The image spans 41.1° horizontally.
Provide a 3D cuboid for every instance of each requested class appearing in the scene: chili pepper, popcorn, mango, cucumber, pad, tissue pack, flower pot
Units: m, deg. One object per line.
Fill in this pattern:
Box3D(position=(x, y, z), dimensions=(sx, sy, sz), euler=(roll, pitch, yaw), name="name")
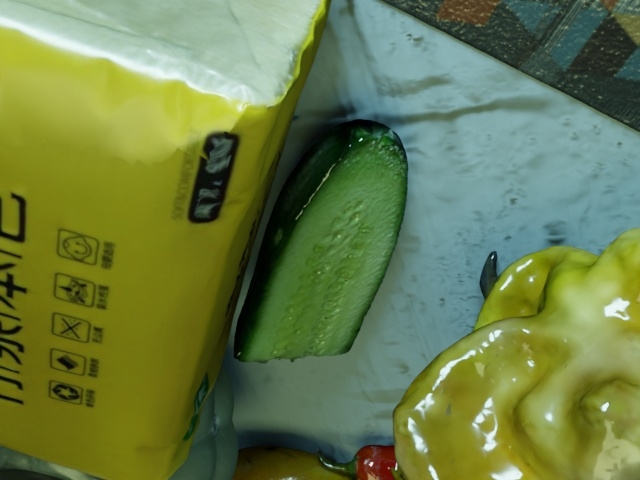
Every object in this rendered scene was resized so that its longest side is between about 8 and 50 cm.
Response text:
Box3D(position=(0.089, 0.235, 0.852), dimensions=(0.191, 0.050, 0.059), euler=(6, 117, 2), name="chili pepper")
Box3D(position=(0.187, 0.117, 0.589), dimensions=(0.316, 0.281, 0.297), euler=(-9, 136, -29), name="popcorn")
Box3D(position=(-0.040, 0.266, 0.896), dimensions=(0.178, 0.090, 0.115), euler=(-1, 141, 14), name="mango")
Box3D(position=(0.000, 0.000, 0.650), dimensions=(0.115, 0.063, 0.244), euler=(-7, 140, -30), name="cucumber")
Box3D(position=(0.146, -0.158, 0.506), dimensions=(0.211, 0.003, 0.143), euler=(25, 134, -5), name="pad")
Box3D(position=(-0.181, -0.039, 0.564), dimensions=(0.293, 0.228, 0.382), euler=(19, 135, -3), name="tissue pack")
Box3D(position=(-0.196, 0.177, 0.789), dimensions=(0.246, 0.195, 0.246), euler=(10, 134, 10), name="flower pot")
